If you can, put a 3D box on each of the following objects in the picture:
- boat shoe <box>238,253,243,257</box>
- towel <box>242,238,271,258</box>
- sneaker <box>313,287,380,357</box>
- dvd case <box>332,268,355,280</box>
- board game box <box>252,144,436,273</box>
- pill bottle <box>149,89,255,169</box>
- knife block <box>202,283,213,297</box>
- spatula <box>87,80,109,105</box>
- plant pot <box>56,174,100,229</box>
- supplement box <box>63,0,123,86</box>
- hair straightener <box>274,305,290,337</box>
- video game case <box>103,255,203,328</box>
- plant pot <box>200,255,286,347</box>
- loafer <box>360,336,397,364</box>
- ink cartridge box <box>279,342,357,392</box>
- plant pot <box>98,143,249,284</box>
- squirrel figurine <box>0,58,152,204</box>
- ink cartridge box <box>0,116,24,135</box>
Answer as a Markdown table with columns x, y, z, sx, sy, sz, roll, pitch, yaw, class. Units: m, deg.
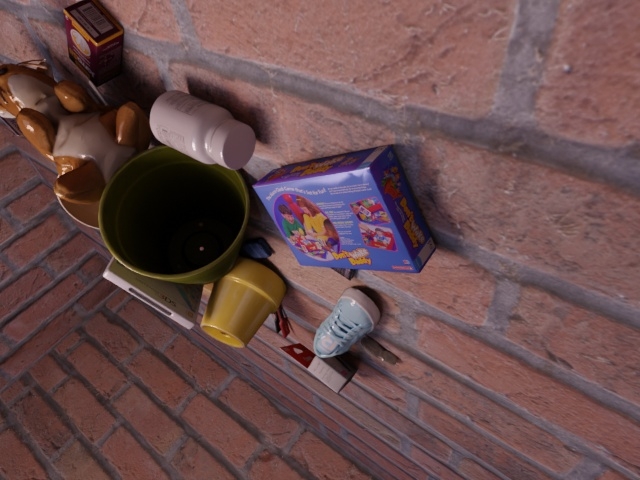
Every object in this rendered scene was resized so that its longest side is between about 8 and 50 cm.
| x | y | z | sx | sy | sz | roll | pitch | yaw | class |
| --- | --- | --- | --- | --- | --- | --- | --- | --- | --- |
| -0.345 | 0.055 | 1.514 | 0.190 | 0.072 | 0.068 | 41 | 151 | 3 | boat shoe |
| -0.201 | 0.027 | 1.348 | 0.119 | 0.029 | 0.067 | -8 | 124 | 53 | towel |
| 0.063 | 0.265 | 1.218 | 0.135 | 0.150 | 0.366 | 35 | 150 | 11 | sneaker |
| 0.000 | 0.000 | 1.078 | 0.221 | 0.018 | 0.165 | 32 | 150 | 17 | dvd case |
| 0.037 | -0.052 | 0.879 | 0.346 | 0.078 | 0.234 | 1 | 128 | 47 | board game box |
| -0.263 | -0.247 | 0.955 | 0.229 | 0.131 | 0.131 | 27 | 148 | 26 | pill bottle |
| -0.441 | 0.168 | 1.623 | 0.088 | 0.275 | 0.242 | -45 | 63 | 61 | knife block |
| -0.703 | -0.401 | 1.403 | 0.168 | 0.019 | 0.242 | 4 | 133 | 50 | spatula |
| -0.727 | -0.204 | 1.455 | 0.191 | 0.283 | 0.284 | -109 | 0 | -50 | plant pot |
| -0.563 | -0.488 | 1.051 | 0.104 | 0.081 | 0.188 | 47 | 151 | -9 | supplement box |
| -0.182 | 0.293 | 1.656 | 0.088 | 0.047 | 0.231 | 22 | 145 | 31 | hair straightener |
| -0.501 | 0.089 | 1.345 | 0.300 | 0.036 | 0.329 | 42 | -161 | -27 | video game case |
| -0.272 | 0.218 | 1.417 | 0.253 | 0.239 | 0.254 | 17 | 150 | 11 | plant pot |
| 0.176 | 0.346 | 1.299 | 0.125 | 0.045 | 0.039 | 31 | 156 | 14 | loafer |
| 0.002 | 0.414 | 1.464 | 0.238 | 0.060 | 0.275 | 35 | 178 | 15 | ink cartridge box |
| -0.371 | -0.024 | 1.208 | 0.366 | 0.367 | 0.353 | 37 | 162 | 9 | plant pot |
| -0.659 | -0.296 | 1.137 | 0.370 | 0.281 | 0.397 | 34 | 177 | 1 | squirrel figurine |
| -0.853 | -0.382 | 1.310 | 0.303 | 0.307 | 0.072 | 40 | 121 | 17 | ink cartridge box |
